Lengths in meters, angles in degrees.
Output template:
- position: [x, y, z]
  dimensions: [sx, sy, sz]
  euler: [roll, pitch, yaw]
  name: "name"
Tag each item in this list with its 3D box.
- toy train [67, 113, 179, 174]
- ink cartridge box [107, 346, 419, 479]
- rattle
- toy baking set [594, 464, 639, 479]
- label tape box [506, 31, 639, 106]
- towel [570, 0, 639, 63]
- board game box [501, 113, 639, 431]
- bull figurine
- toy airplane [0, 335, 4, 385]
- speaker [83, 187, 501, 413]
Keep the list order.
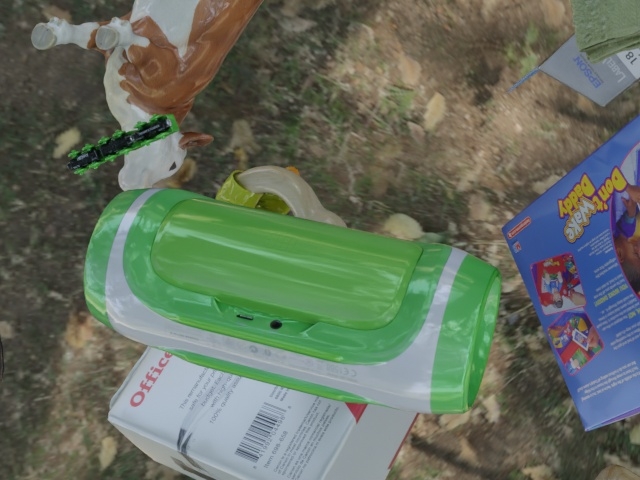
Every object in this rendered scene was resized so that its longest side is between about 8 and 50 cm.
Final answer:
- position: [-0.130, -0.064, 0.707]
  dimensions: [0.083, 0.024, 0.017]
  euler: [-20, 92, 22]
  name: "toy train"
- position: [-0.054, 0.166, 1.113]
  dimensions: [0.273, 0.114, 0.197]
  euler: [15, 61, 34]
  name: "ink cartridge box"
- position: [0.000, 0.000, 1.063]
  dimensions: [0.200, 0.143, 0.130]
  euler: [18, 91, 28]
  name: "rattle"
- position: [0.146, 0.132, 0.291]
  dimensions: [0.256, 0.197, 0.030]
  euler: [34, 101, -4]
  name: "toy baking set"
- position: [0.430, -0.284, 1.383]
  dimensions: [0.106, 0.241, 0.334]
  euler: [52, 144, 5]
  name: "label tape box"
- position: [0.297, -0.258, 1.059]
  dimensions: [0.110, 0.027, 0.148]
  euler: [-15, 76, 35]
  name: "towel"
- position: [0.320, 0.018, 0.987]
  dimensions: [0.078, 0.347, 0.233]
  euler: [-13, 73, -25]
  name: "board game box"
- position: [-0.125, -0.189, 0.913]
  dimensions: [0.101, 0.188, 0.310]
  euler: [33, 97, 23]
  name: "bull figurine"
- position: [-0.276, 0.133, 0.311]
  dimensions: [0.386, 0.272, 0.384]
  euler: [-33, 55, 50]
  name: "toy airplane"
- position: [-0.022, 0.042, 0.808]
  dimensions: [0.297, 0.131, 0.131]
  euler: [12, 92, 16]
  name: "speaker"
